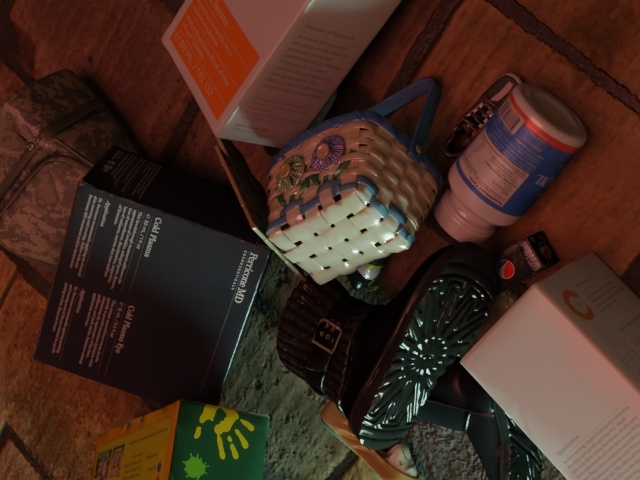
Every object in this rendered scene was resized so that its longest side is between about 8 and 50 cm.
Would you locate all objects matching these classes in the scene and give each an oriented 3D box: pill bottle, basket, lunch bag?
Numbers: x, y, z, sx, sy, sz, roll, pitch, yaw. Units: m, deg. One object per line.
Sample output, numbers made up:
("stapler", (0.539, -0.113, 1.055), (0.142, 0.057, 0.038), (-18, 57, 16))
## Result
("pill bottle", (0.257, -0.099, 1.571), (0.124, 0.124, 0.221), (46, 122, 16))
("basket", (0.054, -0.100, 1.630), (0.255, 0.289, 0.201), (-27, 119, 35))
("lunch bag", (-0.471, -0.115, 2.000), (0.256, 0.212, 0.305), (45, 123, -3))

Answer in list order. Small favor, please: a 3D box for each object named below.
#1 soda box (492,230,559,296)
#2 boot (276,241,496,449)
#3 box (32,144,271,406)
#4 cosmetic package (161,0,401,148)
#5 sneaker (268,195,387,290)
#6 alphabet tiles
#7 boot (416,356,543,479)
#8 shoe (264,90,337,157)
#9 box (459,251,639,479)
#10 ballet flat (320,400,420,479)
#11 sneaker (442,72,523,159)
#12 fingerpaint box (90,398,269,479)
("soda box", (0.258, 0.050, 1.641), (0.169, 0.060, 0.053), (-33, 81, 35))
("boot", (0.082, 0.105, 1.668), (0.348, 0.131, 0.260), (-57, 42, 11))
("box", (-0.261, 0.071, 1.843), (0.312, 0.179, 0.343), (21, 114, -1))
("cosmetic package", (-0.025, -0.375, 1.630), (0.453, 0.161, 0.230), (-51, 53, 29))
("sneaker", (0.000, 0.000, 1.784), (0.234, 0.084, 0.097), (36, 120, 22))
("alphabet tiles", (-0.102, -0.068, 1.681), (0.009, 0.198, 0.237), (-31, 58, 7))
("boot", (0.220, 0.274, 1.701), (0.207, 0.094, 0.246), (10, 121, 42))
("shoe", (-0.018, -0.225, 1.768), (0.076, 0.058, 0.219), (50, 120, 37))
("box", (0.393, 0.209, 1.496), (0.345, 0.215, 0.168), (48, 122, 15))
("ballet flat", (0.096, 0.333, 1.804), (0.232, 0.080, 0.073), (42, 105, 17))
("sneaker", (0.231, -0.170, 1.606), (0.061, 0.065, 0.158), (45, 121, 16))
("fingerpaint box", (-0.255, 0.481, 1.823), (0.445, 0.163, 0.371), (-32, 47, 58))
